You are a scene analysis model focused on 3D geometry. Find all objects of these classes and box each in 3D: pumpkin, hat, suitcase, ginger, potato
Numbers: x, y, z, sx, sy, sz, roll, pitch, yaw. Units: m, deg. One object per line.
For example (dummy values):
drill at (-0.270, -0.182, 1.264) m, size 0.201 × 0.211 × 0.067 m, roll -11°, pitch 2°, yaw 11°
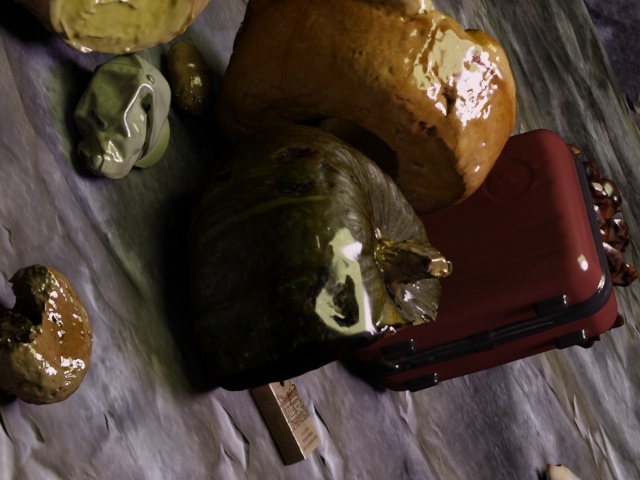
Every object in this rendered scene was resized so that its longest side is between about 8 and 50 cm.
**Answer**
pumpkin at (0.000, 0.000, 1.776) m, size 0.325 × 0.242 × 0.232 m, roll -30°, pitch 105°, yaw -72°
hat at (-0.169, -0.112, 1.723) m, size 0.166 × 0.081 × 0.122 m, roll 23°, pitch 50°, yaw -74°
suitcase at (0.164, 0.022, 2.057) m, size 0.161 × 0.297 × 0.236 m, roll 52°, pitch 25°, yaw -52°
ginger at (-0.208, -0.270, 1.715) m, size 0.276 × 0.130 × 0.221 m, roll 27°, pitch 26°, yaw -45°
potato at (-0.131, -0.163, 1.895) m, size 0.051 × 0.040 × 0.083 m, roll 28°, pitch 45°, yaw -65°

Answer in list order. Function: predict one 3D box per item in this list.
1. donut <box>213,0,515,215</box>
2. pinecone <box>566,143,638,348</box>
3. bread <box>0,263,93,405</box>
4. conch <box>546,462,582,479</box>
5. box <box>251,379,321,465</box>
donut at (0.043, -0.144, 1.909) m, size 0.299 × 0.317 × 0.150 m, roll 27°, pitch 62°, yaw -5°
pinecone at (0.277, 0.003, 2.404) m, size 0.298 × 0.242 × 0.296 m, roll 42°, pitch 34°, yaw -38°
bread at (-0.217, 0.080, 1.433) m, size 0.082 × 0.060 × 0.113 m, roll 52°, pitch 28°, yaw -31°
conch at (0.347, 0.372, 2.455) m, size 0.176 × 0.094 × 0.104 m, roll 42°, pitch 35°, yaw 8°
box at (-0.033, 0.172, 1.816) m, size 0.083 × 0.024 × 0.053 m, roll 66°, pitch 22°, yaw -7°
